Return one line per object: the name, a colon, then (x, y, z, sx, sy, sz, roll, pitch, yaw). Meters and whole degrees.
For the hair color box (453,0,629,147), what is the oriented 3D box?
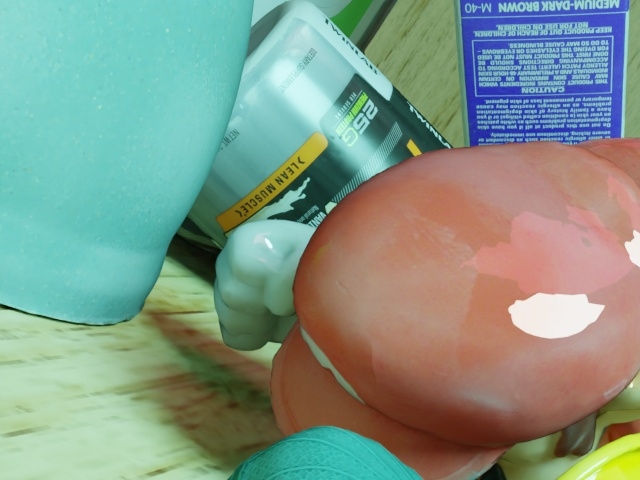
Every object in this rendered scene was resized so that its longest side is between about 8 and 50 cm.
hair color box: (0.150, -0.112, 1.004, 0.110, 0.185, 0.338, 0, -40, 8)

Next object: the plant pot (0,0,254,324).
plant pot: (-0.140, -0.132, 0.582, 0.293, 0.196, 0.293, 33, 8, -5)

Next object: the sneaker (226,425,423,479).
sneaker: (0.093, 0.117, 0.317, 0.302, 0.121, 0.108, 40, 9, 38)

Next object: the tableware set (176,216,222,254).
tableware set: (-0.027, -0.004, 0.845, 0.194, 0.039, 0.128, 22, 29, -35)

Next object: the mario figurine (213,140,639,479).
mario figurine: (0.069, 0.082, 0.586, 0.198, 0.170, 0.320, -7, -24, 25)

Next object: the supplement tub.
supplement tub: (0.015, -0.014, 0.735, 0.190, 0.117, 0.117, 44, 6, -14)

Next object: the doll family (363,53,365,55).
doll family: (-0.004, -0.103, 1.378, 0.163, 0.118, 0.263, 32, -13, 34)

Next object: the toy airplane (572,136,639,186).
toy airplane: (0.331, 0.091, 0.883, 0.386, 0.272, 0.384, 23, -21, 43)

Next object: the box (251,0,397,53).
box: (-0.020, -0.179, 1.112, 0.127, 0.262, 0.231, 33, 7, -2)

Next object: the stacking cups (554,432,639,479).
stacking cups: (0.174, 0.178, 0.373, 0.316, 0.096, 0.096, 39, 9, 32)
